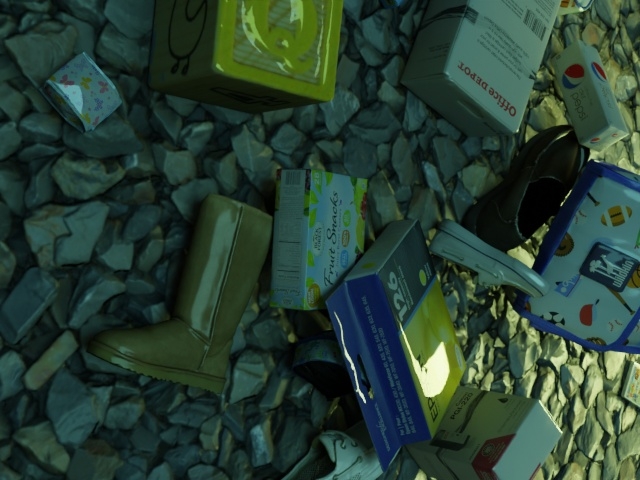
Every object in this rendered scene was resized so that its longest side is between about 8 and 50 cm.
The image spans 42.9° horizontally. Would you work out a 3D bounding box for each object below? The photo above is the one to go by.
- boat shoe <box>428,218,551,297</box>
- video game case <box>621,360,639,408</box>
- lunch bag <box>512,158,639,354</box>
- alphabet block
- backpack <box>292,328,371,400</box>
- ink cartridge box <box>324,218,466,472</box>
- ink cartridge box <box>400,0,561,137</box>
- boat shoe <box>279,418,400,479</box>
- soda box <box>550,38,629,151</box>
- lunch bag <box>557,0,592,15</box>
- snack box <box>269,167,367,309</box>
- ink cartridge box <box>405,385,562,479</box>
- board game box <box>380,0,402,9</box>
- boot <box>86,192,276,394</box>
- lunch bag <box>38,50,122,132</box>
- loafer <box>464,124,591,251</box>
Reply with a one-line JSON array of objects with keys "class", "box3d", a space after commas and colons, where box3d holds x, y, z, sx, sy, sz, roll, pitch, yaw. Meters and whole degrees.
[{"class": "boat shoe", "box3d": [0.297, 0.050, 1.462, 0.076, 0.226, 0.083, -56, 167, -4]}, {"class": "video game case", "box3d": [0.742, 0.341, 1.889, 0.122, 0.011, 0.087, 32, 73, -33]}, {"class": "lunch bag", "box3d": [0.575, 0.038, 1.563, 0.385, 0.239, 0.328, 14, 109, -33]}, {"class": "alphabet block", "box3d": [-0.103, -0.288, 1.119, 0.193, 0.197, 0.192, 5, 88, -37]}, {"class": "backpack", "box3d": [0.016, 0.189, 1.285, 0.114, 0.105, 0.084, 35, 48, -34]}, {"class": "ink cartridge box", "box3d": [0.135, 0.158, 1.319, 0.307, 0.072, 0.304, -48, 124, -58]}, {"class": "ink cartridge box", "box3d": [0.289, -0.358, 1.457, 0.211, 0.121, 0.289, 31, 74, -33]}, {"class": "boat shoe", "box3d": [0.026, 0.348, 1.298, 0.277, 0.098, 0.096, -37, 113, -29]}, {"class": "soda box", "box3d": [0.532, -0.288, 1.618, 0.069, 0.074, 0.216, 13, 56, -36]}, {"class": "lunch bag", "box3d": [0.449, -0.595, 1.578, 0.303, 0.115, 0.243, 43, 65, -29]}, {"class": "snack box", "box3d": [0.000, 0.000, 1.254, 0.174, 0.070, 0.207, 5, 87, -58]}, {"class": "ink cartridge box", "box3d": [0.278, 0.344, 1.412, 0.158, 0.218, 0.092, -47, 112, -26]}, {"class": "board game box", "box3d": [0.111, -0.524, 1.370, 0.160, 0.039, 0.211, -49, 119, -25]}, {"class": "boot", "box3d": [-0.187, 0.061, 1.142, 0.236, 0.089, 0.269, 27, 76, -48]}, {"class": "lunch bag", "box3d": [-0.310, -0.189, 1.059, 0.083, 0.053, 0.071, 48, 62, -17]}, {"class": "loafer", "box3d": [0.430, -0.093, 1.567, 0.366, 0.130, 0.134, -46, 117, -26]}]
